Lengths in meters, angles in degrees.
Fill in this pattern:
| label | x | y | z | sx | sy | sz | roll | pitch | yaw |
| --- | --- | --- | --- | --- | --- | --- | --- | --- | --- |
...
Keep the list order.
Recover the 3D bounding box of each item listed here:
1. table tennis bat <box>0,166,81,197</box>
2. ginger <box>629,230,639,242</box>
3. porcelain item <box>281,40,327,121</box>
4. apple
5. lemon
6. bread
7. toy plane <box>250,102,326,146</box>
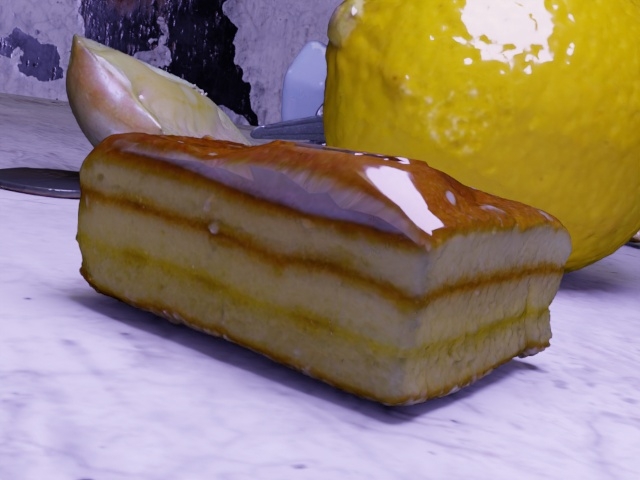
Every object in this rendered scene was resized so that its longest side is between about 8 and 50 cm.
| label | x | y | z | sx | sy | sz | roll | pitch | yaw |
| --- | --- | --- | --- | --- | --- | --- | --- | --- | --- |
| table tennis bat | -0.262 | -0.066 | 0.999 | 0.131 | 0.022 | 0.234 | 10 | 11 | 16 |
| ginger | 0.448 | -0.023 | 1.317 | 0.193 | 0.052 | 0.176 | 16 | 6 | 36 |
| porcelain item | 0.150 | -0.177 | 1.375 | 0.405 | 0.178 | 0.243 | 22 | 2 | 32 |
| apple | -0.165 | -0.105 | 1.006 | 0.193 | 0.120 | 0.265 | 47 | 13 | 17 |
| lemon | 0.166 | -0.118 | 0.846 | 0.336 | 0.335 | 0.336 | 9 | 9 | -1 |
| bread | 0.000 | 0.000 | 0.513 | 0.234 | 0.110 | 0.184 | 14 | 9 | 35 |
| toy plane | 0.069 | -0.145 | 1.055 | 0.212 | 0.267 | 0.088 | 31 | 30 | -36 |
